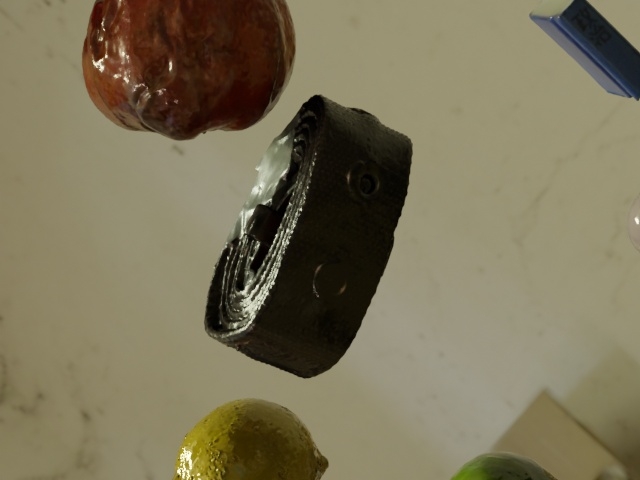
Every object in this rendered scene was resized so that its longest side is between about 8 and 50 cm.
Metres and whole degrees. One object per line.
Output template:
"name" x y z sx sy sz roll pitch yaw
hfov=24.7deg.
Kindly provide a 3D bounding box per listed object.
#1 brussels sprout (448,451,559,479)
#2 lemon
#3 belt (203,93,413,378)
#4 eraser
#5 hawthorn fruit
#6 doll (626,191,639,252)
"brussels sprout" 0.178 0.289 1.413 0.181 0.144 0.161 -30 -56 -75
"lemon" -0.093 0.284 1.802 0.206 0.173 0.173 -21 -27 -32
"belt" 0.000 0.000 1.561 0.184 0.164 0.289 6 74 66
"eraser" 0.190 -0.136 1.010 0.027 0.085 0.063 -49 16 1
"hawthorn fruit" -0.146 -0.247 1.593 0.242 0.242 0.271 -27 -61 -56
"doll" 0.394 -0.095 1.432 0.160 0.094 0.365 6 -74 -52
